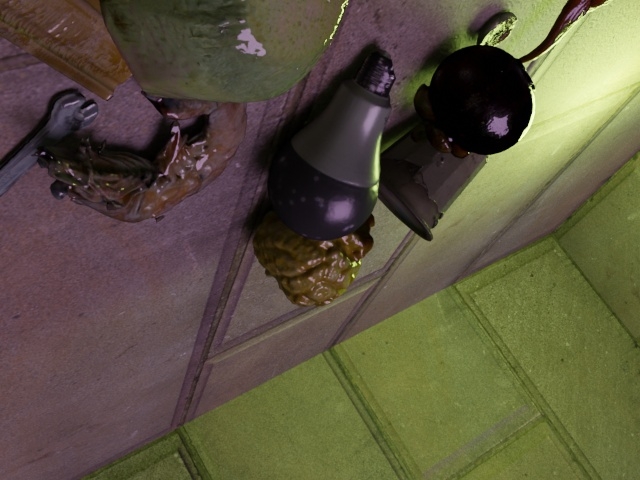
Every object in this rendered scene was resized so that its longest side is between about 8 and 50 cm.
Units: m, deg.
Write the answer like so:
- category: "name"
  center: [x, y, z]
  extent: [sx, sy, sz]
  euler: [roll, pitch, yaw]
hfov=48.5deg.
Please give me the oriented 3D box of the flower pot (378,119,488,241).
- category: "flower pot"
  center: [0.206, -0.138, 1.368]
  extent: [0.202, 0.212, 0.212]
  euler: [-44, 161, 2]

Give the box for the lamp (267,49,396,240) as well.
- category: "lamp"
  center: [0.035, -0.149, 1.136]
  extent: [0.313, 0.182, 0.182]
  euler: [-63, 155, 10]

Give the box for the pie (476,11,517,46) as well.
- category: "pie"
  center: [0.303, -0.359, 1.218]
  extent: [0.085, 0.017, 0.085]
  euler: [-29, 162, -10]

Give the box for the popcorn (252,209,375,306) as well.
- category: "popcorn"
  center: [0.000, 0.000, 1.364]
  extent: [0.251, 0.206, 0.236]
  euler: [-40, 150, -17]

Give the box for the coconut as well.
- category: "coconut"
  center: [-0.089, -0.227, 0.605]
  extent: [0.205, 0.236, 0.236]
  euler: [-28, 163, -38]

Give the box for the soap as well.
- category: "soap"
  center: [-0.244, -0.210, 0.654]
  extent: [0.092, 0.037, 0.252]
  euler: [-37, 161, 8]

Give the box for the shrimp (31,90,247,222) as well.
- category: "shrimp"
  center: [-0.210, -0.114, 0.891]
  extent: [0.247, 0.085, 0.360]
  euler: [-45, 166, 22]

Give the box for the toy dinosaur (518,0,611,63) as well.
- category: "toy dinosaur"
  center: [0.442, -0.421, 1.181]
  extent: [0.432, 0.097, 0.208]
  euler: [-37, 171, 23]

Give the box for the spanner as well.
- category: "spanner"
  center: [-0.371, -0.070, 0.832]
  extent: [0.302, 0.017, 0.071]
  euler: [-37, 162, 14]

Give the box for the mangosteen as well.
- category: "mangosteen"
  center: [0.251, -0.227, 1.219]
  extent: [0.231, 0.194, 0.194]
  euler: [-27, 165, 23]
